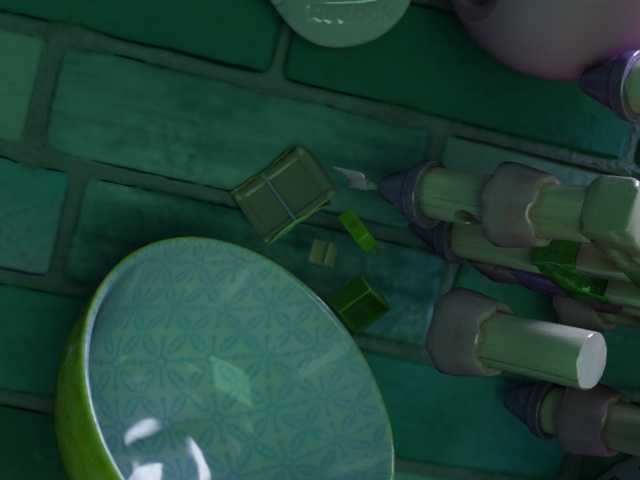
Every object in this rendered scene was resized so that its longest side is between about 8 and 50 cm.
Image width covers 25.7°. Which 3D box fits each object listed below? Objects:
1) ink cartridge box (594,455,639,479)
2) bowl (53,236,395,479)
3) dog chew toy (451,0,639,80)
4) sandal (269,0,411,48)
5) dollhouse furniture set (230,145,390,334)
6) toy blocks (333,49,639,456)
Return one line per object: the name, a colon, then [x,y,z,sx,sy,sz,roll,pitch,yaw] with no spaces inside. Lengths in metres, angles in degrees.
ink cartridge box: [0.294,0.313,1.163,0.272,0.309,0.130,-35,106,-6]
bowl: [-0.099,0.158,1.100,0.289,0.289,0.156,37,130,-17]
dog chew toy: [0.270,-0.235,1.131,0.332,0.206,0.206,-5,100,-22]
sandal: [-0.044,-0.345,1.083,0.169,0.102,0.416,-16,116,4]
dollhouse furniture set: [0.000,0.000,1.159,0.076,0.058,0.151,-37,64,2]
toy blocks: [0.193,-0.003,1.150,0.288,0.260,0.309,35,72,-47]
